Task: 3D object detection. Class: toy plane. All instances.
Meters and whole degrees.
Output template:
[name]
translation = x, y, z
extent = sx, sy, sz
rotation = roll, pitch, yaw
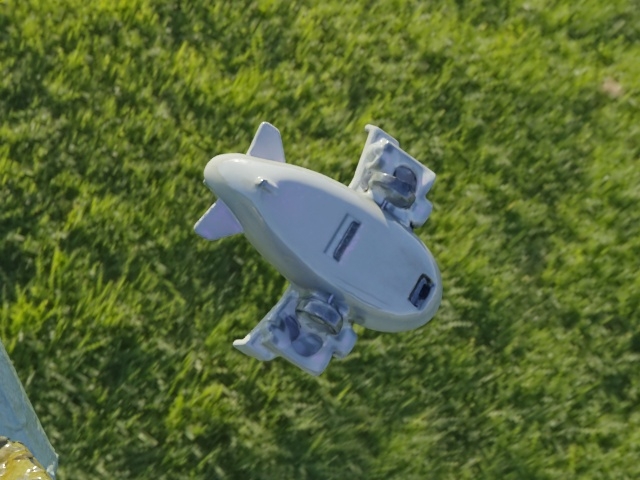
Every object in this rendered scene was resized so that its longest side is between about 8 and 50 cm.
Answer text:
[toy plane]
translation = 0.001, 0.000, 1.040
extent = 0.252, 0.118, 0.252
rotation = 2, 81, -14

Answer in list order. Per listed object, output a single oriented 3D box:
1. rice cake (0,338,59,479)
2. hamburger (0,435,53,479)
[rice cake]
translation = -0.335, 0.185, 1.186
extent = 0.063, 0.069, 0.206
rotation = -20, 111, 0
[hamburger]
translation = -0.166, 0.291, 0.791
extent = 0.132, 0.308, 0.211
rotation = -37, 41, -18
